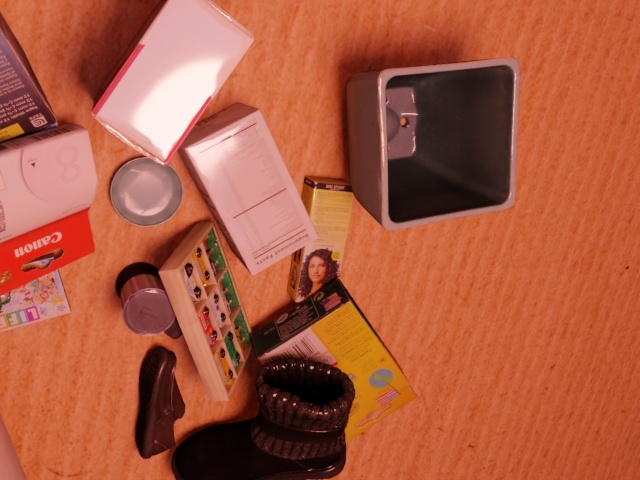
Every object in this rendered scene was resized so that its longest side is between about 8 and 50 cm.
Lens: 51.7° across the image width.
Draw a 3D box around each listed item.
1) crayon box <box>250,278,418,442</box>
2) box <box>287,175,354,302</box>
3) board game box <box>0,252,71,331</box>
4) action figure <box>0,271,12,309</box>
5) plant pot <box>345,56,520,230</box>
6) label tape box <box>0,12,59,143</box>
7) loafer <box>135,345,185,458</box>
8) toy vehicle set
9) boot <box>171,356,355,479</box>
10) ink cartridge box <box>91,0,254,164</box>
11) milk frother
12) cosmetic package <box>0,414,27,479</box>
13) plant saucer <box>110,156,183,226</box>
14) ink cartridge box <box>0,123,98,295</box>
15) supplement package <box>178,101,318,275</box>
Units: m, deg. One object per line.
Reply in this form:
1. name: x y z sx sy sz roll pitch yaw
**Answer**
1. crayon box: 0.033 0.247 1.284 0.202 0.081 0.318 -32 123 2
2. box: 0.000 0.000 1.238 0.087 0.058 0.232 2 105 -23
3. board game box: -0.501 0.090 1.079 0.154 0.026 0.103 -16 112 -17
4. action figure: -0.530 0.032 1.004 0.137 0.063 0.232 -16 112 -20
5. plant pot: 0.160 -0.183 1.136 0.247 0.252 0.247 -10 109 -19
6. label tape box: -0.521 -0.206 0.881 0.249 0.348 0.115 -25 73 -12
7. loafer: -0.288 0.292 1.211 0.078 0.080 0.220 1 111 -33
8. toy vehicle set: -0.186 0.120 1.137 0.035 0.166 0.267 -7 118 16
9. boot: -0.111 0.332 1.183 0.347 0.131 0.260 -8 137 -5
10. ink cartridge box: -0.224 -0.238 0.946 0.117 0.283 0.207 34 92 -24
11. milk frother: -0.262 0.079 1.112 0.129 0.135 0.143 27 95 -28
12. cosmetic package: -0.549 0.322 0.956 0.156 0.217 0.385 -21 87 -14
13. plant saucer: -0.292 -0.083 1.112 0.119 0.021 0.119 -7 108 -21
14. ink cartridge box: -0.422 -0.039 0.988 0.189 0.066 0.232 -31 128 -40
15. supplement package: -0.127 -0.088 1.115 0.139 0.134 0.244 -29 115 -11
